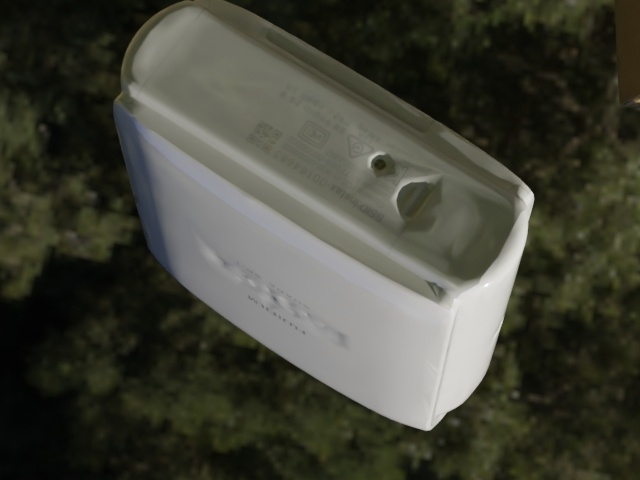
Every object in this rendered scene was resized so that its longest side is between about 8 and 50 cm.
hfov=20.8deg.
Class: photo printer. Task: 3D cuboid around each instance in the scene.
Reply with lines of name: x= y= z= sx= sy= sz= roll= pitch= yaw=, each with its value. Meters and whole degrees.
photo printer: x=0.000 y=0.000 z=1.105 sx=0.256 sy=0.107 sz=0.307 roll=32 pitch=162 yaw=11

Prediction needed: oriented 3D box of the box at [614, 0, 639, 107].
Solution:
box: x=0.223 y=-0.179 z=1.113 sx=0.021 sy=0.164 sz=0.201 roll=-1 pitch=177 yaw=-5
